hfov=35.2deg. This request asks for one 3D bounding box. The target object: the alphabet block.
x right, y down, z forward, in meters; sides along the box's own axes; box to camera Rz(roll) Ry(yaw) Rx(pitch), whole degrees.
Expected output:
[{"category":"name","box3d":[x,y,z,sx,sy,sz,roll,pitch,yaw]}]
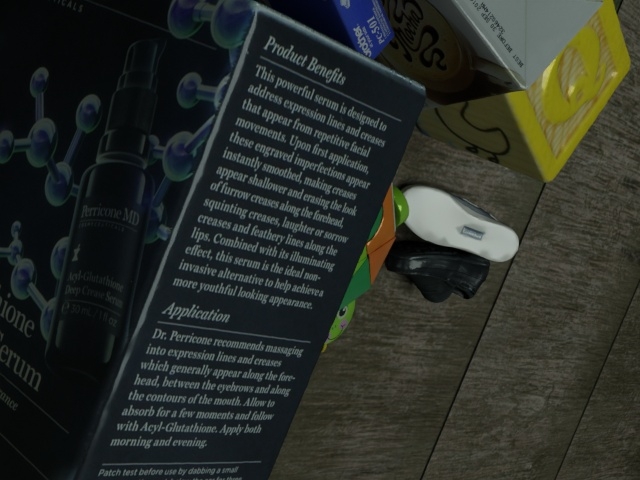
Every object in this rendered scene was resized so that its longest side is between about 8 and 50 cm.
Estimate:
[{"category":"alphabet block","box3d":[0.214,-0.216,1.174,0.193,0.197,0.192,-54,140,-10]}]

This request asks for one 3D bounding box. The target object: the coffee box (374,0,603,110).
[{"category":"coffee box","box3d":[0.086,-0.217,0.920,0.119,0.297,0.168,-47,109,-16]}]

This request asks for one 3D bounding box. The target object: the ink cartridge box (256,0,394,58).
[{"category":"ink cartridge box","box3d":[-0.037,-0.224,0.881,0.046,0.207,0.097,-49,139,-16]}]

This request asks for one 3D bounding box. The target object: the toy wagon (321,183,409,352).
[{"category":"toy wagon","box3d":[0.000,0.000,1.161,0.267,0.068,0.344,-33,132,-32]}]

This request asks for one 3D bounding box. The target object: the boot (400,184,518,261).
[{"category":"boot","box3d":[0.169,-0.029,1.342,0.190,0.086,0.069,26,100,-24]}]

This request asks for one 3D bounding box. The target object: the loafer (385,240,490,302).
[{"category":"loafer","box3d":[0.159,0.046,1.356,0.223,0.076,0.078,8,97,-53]}]

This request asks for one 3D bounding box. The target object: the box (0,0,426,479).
[{"category":"box","box3d":[-0.147,-0.006,0.814,0.212,0.293,0.396,15,99,-51]}]
